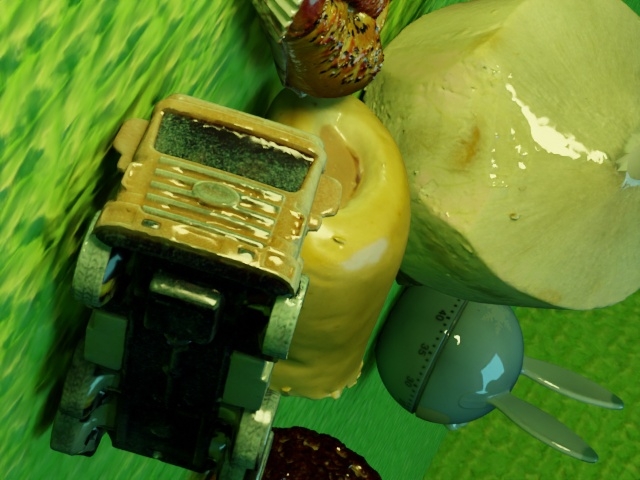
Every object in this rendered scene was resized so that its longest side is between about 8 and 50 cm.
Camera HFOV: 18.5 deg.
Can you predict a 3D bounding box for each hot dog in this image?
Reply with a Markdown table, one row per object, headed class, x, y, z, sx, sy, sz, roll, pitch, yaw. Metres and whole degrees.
| class | x | y | z | sx | sy | sz | roll | pitch | yaw |
| --- | --- | --- | --- | --- | --- | --- | --- | --- | --- |
| hot dog | 0.006 | -0.131 | 1.014 | 0.191 | 0.059 | 0.108 | 44 | 68 | -78 |

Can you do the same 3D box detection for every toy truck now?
| class | x | y | z | sx | sy | sz | roll | pitch | yaw |
| --- | --- | --- | --- | --- | --- | --- | --- | --- | --- |
| toy truck | -0.059 | 0.027 | 0.966 | 0.257 | 0.108 | 0.140 | 105 | 2 | -57 |

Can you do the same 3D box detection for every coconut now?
| class | x | y | z | sx | sy | sz | roll | pitch | yaw |
| --- | --- | --- | --- | --- | --- | --- | --- | --- | --- |
| coconut | 0.142 | -0.063 | 1.342 | 0.241 | 0.241 | 0.241 | -60 | 170 | -18 |

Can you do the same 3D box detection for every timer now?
| class | x | y | z | sx | sy | sz | roll | pitch | yaw |
| --- | --- | --- | --- | --- | --- | --- | --- | --- | --- |
| timer | 0.171 | 0.150 | 2.084 | 0.175 | 0.255 | 0.175 | -44 | -175 | 5 |

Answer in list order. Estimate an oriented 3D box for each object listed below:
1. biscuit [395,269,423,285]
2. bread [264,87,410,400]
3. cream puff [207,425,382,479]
| class | x | y | z | sx | sy | sz | roll | pitch | yaw |
| --- | --- | --- | --- | --- | --- | --- | --- | --- | --- |
| biscuit | 0.174 | -0.163 | 1.747 | 0.394 | 0.076 | 0.368 | -60 | 171 | -16 |
| bread | 0.002 | 0.001 | 1.134 | 0.173 | 0.085 | 0.134 | 107 | -18 | -55 |
| cream puff | -0.033 | 0.261 | 1.511 | 0.239 | 0.165 | 0.239 | -61 | 173 | -13 |
